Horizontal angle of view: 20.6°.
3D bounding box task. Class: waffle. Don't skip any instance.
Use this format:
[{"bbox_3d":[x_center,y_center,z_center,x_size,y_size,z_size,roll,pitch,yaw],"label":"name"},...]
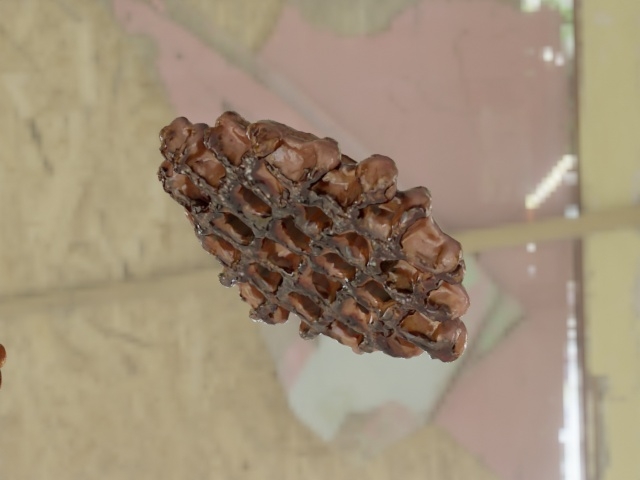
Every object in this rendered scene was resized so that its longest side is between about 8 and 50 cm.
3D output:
[{"bbox_3d":[0.000,0.000,1.198,0.234,0.221,0.055,9,-130,39],"label":"waffle"}]

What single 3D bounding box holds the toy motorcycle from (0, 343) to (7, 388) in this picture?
[{"bbox_3d":[-0.328,0.049,1.173,0.221,0.148,0.326,22,149,20],"label":"toy motorcycle"}]
